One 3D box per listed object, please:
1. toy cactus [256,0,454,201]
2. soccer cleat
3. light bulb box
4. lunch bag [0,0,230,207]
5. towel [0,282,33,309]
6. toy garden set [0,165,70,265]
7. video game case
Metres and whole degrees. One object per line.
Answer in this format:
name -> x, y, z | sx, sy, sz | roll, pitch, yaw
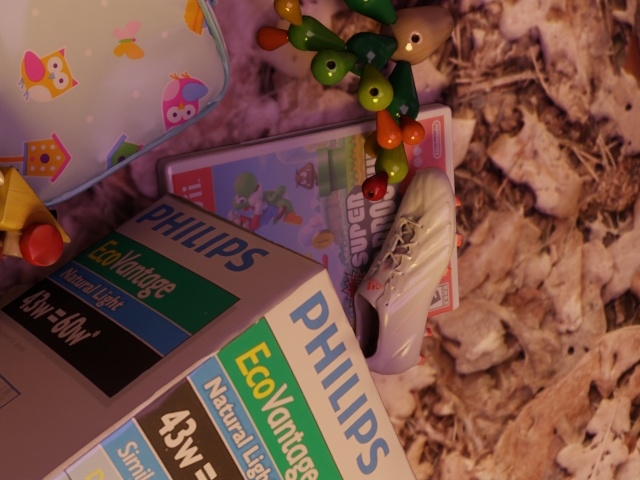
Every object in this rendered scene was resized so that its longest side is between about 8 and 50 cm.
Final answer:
toy cactus -> 0.047, -0.157, 0.990 | 0.180, 0.112, 0.219 | -31, 99, -45
soccer cleat -> 0.072, 0.029, 1.043 | 0.076, 0.068, 0.196 | 5, 104, -29
light bulb box -> -0.127, 0.221, 0.849 | 0.361, 0.225, 0.358 | -38, 124, -21
lunch bag -> -0.196, -0.176, 0.829 | 0.224, 0.108, 0.279 | -36, 121, -23
towel -> -0.227, 0.185, 0.953 | 0.187, 0.049, 0.282 | -43, 122, -15
toy garden set -> -0.276, -0.075, 0.765 | 0.049, 0.204, 0.244 | -48, 125, -36
video game case -> 0.000, 0.000, 1.045 | 0.285, 0.025, 0.204 | -14, 111, -26
